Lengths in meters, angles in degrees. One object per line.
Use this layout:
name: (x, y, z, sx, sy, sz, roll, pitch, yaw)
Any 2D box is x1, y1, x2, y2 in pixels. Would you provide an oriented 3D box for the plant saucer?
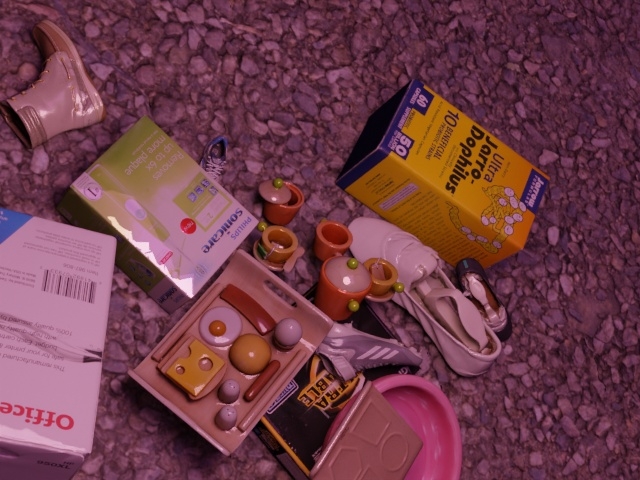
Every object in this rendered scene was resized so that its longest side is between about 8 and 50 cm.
plant saucer: (0.116, 0.400, 1.870, 0.332, 0.084, 0.332, -4, 96, -41)

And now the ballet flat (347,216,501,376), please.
ballet flat: (0.217, 0.094, 2.060, 0.139, 0.139, 0.400, -41, 92, -32)

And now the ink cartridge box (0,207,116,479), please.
ink cartridge box: (-0.489, 0.158, 1.607, 0.285, 0.166, 0.395, 16, 50, -21)

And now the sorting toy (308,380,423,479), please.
sorting toy: (0.076, 0.366, 1.759, 0.193, 0.038, 0.208, -55, 128, -24)

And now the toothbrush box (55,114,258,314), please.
toothbrush box: (-0.289, -0.045, 1.862, 0.283, 0.122, 0.206, 45, 59, -7)

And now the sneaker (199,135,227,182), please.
sneaker: (-0.206, -0.140, 1.975, 0.052, 0.058, 0.135, 19, 65, -19)

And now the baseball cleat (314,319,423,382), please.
baseball cleat: (0.084, 0.216, 1.906, 0.205, 0.072, 0.109, 21, 76, -13)

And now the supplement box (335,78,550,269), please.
supplement box: (0.247, -0.121, 2.116, 0.356, 0.195, 0.194, 34, 60, -13)

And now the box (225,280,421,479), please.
box: (-0.003, 0.246, 1.926, 0.322, 0.079, 0.257, -40, 90, -32)

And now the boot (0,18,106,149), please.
boot: (-0.502, -0.280, 1.868, 0.165, 0.077, 0.213, -29, 89, -30)

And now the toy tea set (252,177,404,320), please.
toy tea set: (0.000, 0.000, 1.918, 0.336, 0.124, 0.200, 38, 43, 16)

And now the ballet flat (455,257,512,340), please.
ballet flat: (0.331, 0.129, 2.114, 0.074, 0.074, 0.203, -39, 108, -32)

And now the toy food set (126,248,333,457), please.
toy food set: (-0.150, 0.185, 1.780, 0.219, 0.092, 0.306, 38, 61, 6)
